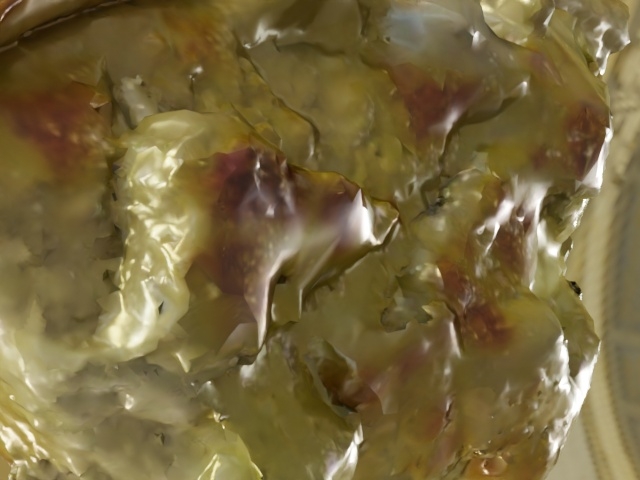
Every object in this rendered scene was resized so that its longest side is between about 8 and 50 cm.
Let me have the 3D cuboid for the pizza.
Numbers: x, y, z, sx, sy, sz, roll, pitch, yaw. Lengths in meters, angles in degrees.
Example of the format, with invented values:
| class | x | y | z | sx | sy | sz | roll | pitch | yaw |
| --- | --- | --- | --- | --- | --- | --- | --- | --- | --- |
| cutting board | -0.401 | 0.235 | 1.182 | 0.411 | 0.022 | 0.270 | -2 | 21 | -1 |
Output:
| class | x | y | z | sx | sy | sz | roll | pitch | yaw |
| --- | --- | --- | --- | --- | --- | --- | --- | --- | --- |
| pizza | 0.000 | 0.000 | 0.571 | 0.323 | 0.089 | 0.223 | -8 | -89 | -44 |
